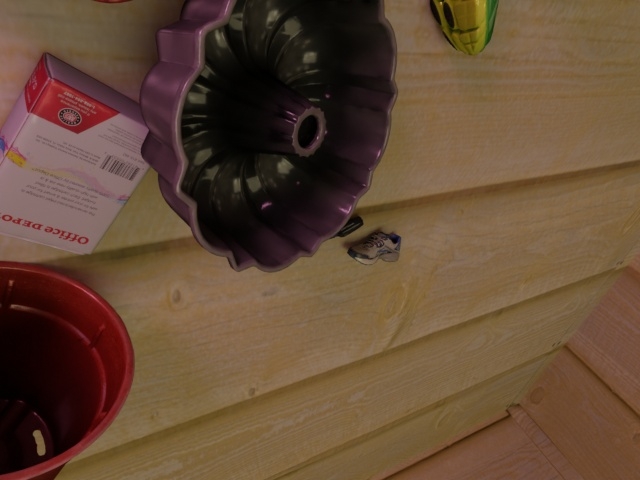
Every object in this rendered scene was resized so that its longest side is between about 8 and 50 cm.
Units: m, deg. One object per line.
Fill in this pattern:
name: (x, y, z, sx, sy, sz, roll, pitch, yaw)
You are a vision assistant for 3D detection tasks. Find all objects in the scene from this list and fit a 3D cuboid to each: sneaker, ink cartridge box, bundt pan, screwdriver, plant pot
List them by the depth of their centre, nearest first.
ink cartridge box: (-0.271, -0.083, 0.493, 0.175, 0.072, 0.127, -49, 140, 14)
bundt pan: (-0.054, -0.136, 0.512, 0.330, 0.124, 0.331, -32, 136, -38)
sneaker: (0.202, -0.364, 0.541, 0.123, 0.109, 0.296, -23, 138, -10)
plant pot: (-0.405, 0.214, 0.555, 0.272, 0.273, 0.265, 7, 131, -40)
screwdriver: (0.000, 0.000, 0.818, 0.169, 0.024, 0.025, -24, 110, -5)
sneaker: (0.106, 0.009, 0.883, 0.135, 0.052, 0.058, -6, 122, -42)

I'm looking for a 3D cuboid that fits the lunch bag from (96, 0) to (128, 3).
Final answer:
lunch bag: (-0.179, -0.290, 0.240, 0.258, 0.120, 0.293, 4, 160, -39)
